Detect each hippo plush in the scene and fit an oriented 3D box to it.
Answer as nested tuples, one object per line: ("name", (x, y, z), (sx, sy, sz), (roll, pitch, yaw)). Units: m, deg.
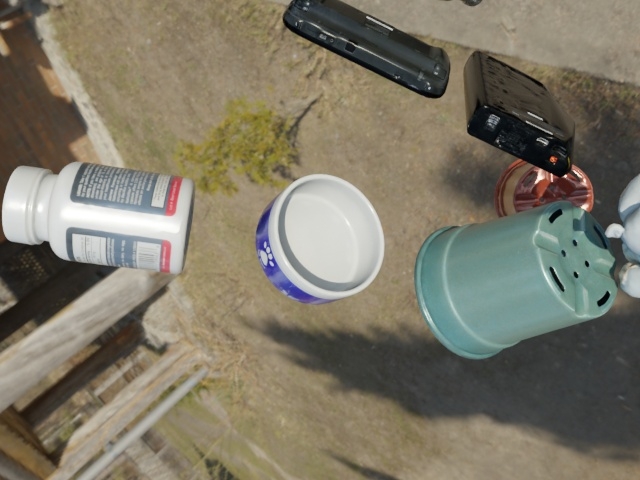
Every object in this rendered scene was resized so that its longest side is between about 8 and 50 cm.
("hippo plush", (0.629, 0.009, 1.104), (0.236, 0.294, 0.234), (32, 148, -22))

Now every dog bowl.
("dog bowl", (0.000, 0.000, 1.244), (0.265, 0.265, 0.104), (51, 146, -6))

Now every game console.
("game console", (0.133, -0.200, 0.684), (0.361, 0.213, 0.044), (25, 124, -4))

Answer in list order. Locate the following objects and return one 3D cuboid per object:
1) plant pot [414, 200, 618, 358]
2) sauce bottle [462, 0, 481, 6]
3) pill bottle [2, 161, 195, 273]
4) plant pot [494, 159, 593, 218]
("plant pot", (0.452, 0.081, 1.336), (0.341, 0.341, 0.334), (52, 145, -7))
("sauce bottle", (0.302, -0.677, 1.495), (0.111, 0.344, 0.112), (-2, 88, 49))
("pill bottle", (-0.232, -0.027, 0.631), (0.180, 0.108, 0.108), (9, 152, -10))
("plant pot", (0.645, -0.122, 1.674), (0.272, 0.272, 0.265), (44, -168, 7))
